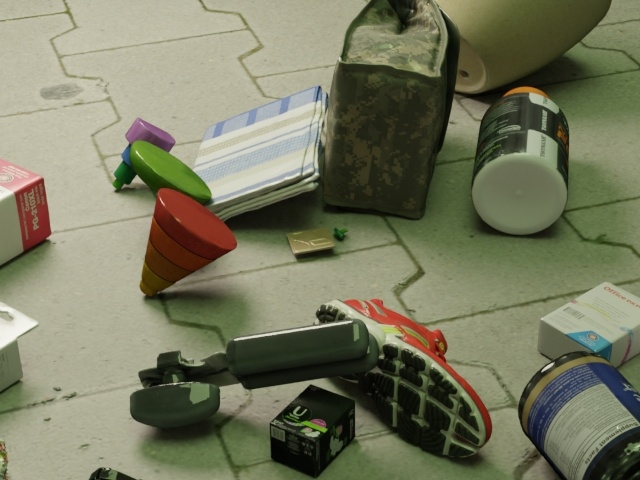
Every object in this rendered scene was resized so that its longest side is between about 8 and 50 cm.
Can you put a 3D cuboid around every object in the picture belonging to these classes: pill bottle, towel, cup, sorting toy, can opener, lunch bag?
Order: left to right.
[{"bbox_3d":[-0.223,-0.039,1.934,0.127,0.126,0.365,29,15,-30],"label":"sorting toy"},{"bbox_3d":[-0.073,0.150,1.610,0.280,0.074,0.093,-14,60,13],"label":"can opener"},{"bbox_3d":[-0.088,-0.120,2.063,0.209,0.034,0.285,-18,28,14],"label":"towel"},{"bbox_3d":[0.000,0.000,1.943,0.083,0.012,0.062,-10,29,-8],"label":"sorting toy"},{"bbox_3d":[0.103,-0.206,2.051,0.169,0.235,0.287,9,35,4],"label":"lunch bag"},{"bbox_3d":[0.258,-0.372,2.293,0.331,0.331,0.237,24,66,33],"label":"cup"},{"bbox_3d":[0.281,-0.123,2.024,0.130,0.130,0.246,5,33,8],"label":"pill bottle"},{"bbox_3d":[0.305,0.221,1.495,0.122,0.123,0.219,-13,35,-19],"label":"pill bottle"}]

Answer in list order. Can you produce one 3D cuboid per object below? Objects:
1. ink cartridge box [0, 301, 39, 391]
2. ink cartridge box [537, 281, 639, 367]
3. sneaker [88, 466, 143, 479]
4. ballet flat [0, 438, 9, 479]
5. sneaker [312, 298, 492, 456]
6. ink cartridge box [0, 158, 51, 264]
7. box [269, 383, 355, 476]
[{"bbox_3d":[-0.420,0.143,1.680,0.104,0.060,0.180,23,40,33],"label":"ink cartridge box"},{"bbox_3d":[0.333,0.108,1.735,0.122,0.052,0.088,-26,41,-32],"label":"ink cartridge box"},{"bbox_3d":[-0.243,0.272,1.476,0.152,0.058,0.085,1,38,-6],"label":"sneaker"},{"bbox_3d":[-0.364,0.297,1.437,0.077,0.091,0.241,31,44,4],"label":"ballet flat"},{"bbox_3d":[0.110,0.138,1.651,0.118,0.107,0.279,-11,36,-37],"label":"sneaker"},{"bbox_3d":[-0.500,-0.021,1.900,0.172,0.100,0.237,22,39,31],"label":"ink cartridge box"},{"bbox_3d":[-0.008,0.206,1.584,0.062,0.052,0.083,19,36,28],"label":"box"}]
